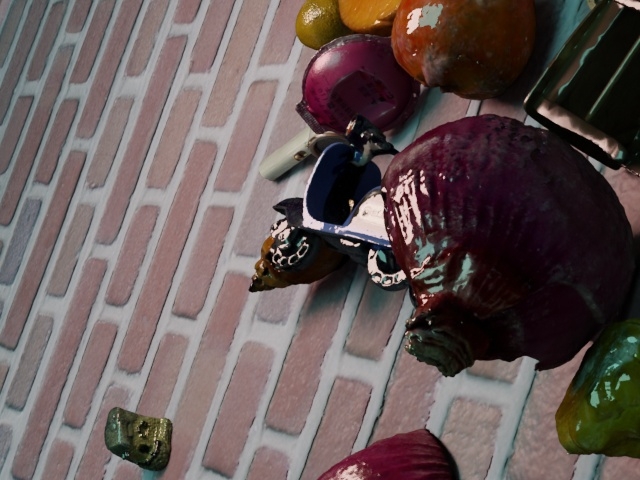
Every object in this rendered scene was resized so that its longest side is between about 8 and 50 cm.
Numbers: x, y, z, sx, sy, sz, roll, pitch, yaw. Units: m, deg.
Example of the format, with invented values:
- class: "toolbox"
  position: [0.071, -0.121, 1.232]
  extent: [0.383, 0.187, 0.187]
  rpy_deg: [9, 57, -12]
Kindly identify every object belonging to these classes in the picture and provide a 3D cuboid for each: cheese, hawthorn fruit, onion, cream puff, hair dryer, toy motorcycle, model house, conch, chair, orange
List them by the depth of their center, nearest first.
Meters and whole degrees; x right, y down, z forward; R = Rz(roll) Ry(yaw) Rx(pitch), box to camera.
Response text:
- class: "cream puff"
  position: [0.291, 0.143, 1.376]
  extent: [0.146, 0.116, 0.146]
  rpy_deg: [-63, 2, 3]
- class: "onion"
  position: [0.184, -0.001, 1.416]
  extent: [0.159, 0.267, 0.349]
  rpy_deg: [-52, 4, 27]
- class: "chair"
  position: [0.296, -0.179, 1.529]
  extent: [0.186, 0.160, 0.319]
  rpy_deg: [-59, 35, 9]
- class: "onion"
  position: [0.038, 0.329, 1.634]
  extent: [0.250, 0.111, 0.247]
  rpy_deg: [-45, 35, 29]
- class: "hawthorn fruit"
  position: [0.169, -0.252, 1.766]
  extent: [0.173, 0.173, 0.173]
  rpy_deg: [-35, 43, 41]
- class: "toy motorcycle"
  position: [0.081, -0.039, 1.767]
  extent: [0.358, 0.125, 0.213]
  rpy_deg: [13, 77, 47]
- class: "cheese"
  position: [0.078, -0.211, 1.901]
  extent: [0.244, 0.155, 0.062]
  rpy_deg: [-31, 33, 21]
- class: "conch"
  position: [0.001, 0.005, 1.927]
  extent: [0.232, 0.086, 0.080]
  rpy_deg: [-25, 83, 9]
- class: "hair dryer"
  position: [-0.014, -0.144, 2.085]
  extent: [0.236, 0.073, 0.131]
  rpy_deg: [-38, 39, 53]
- class: "orange"
  position: [0.007, -0.305, 2.122]
  extent: [0.095, 0.085, 0.085]
  rpy_deg: [-34, 43, 34]
- class: "model house"
  position: [-0.261, 0.280, 2.144]
  extent: [0.066, 0.083, 0.079]
  rpy_deg: [-28, 47, 43]

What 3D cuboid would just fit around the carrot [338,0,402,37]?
- class: "carrot"
  position: [0.141, -0.379, 1.932]
  extent: [0.307, 0.100, 0.258]
  rpy_deg: [-46, 30, 25]
